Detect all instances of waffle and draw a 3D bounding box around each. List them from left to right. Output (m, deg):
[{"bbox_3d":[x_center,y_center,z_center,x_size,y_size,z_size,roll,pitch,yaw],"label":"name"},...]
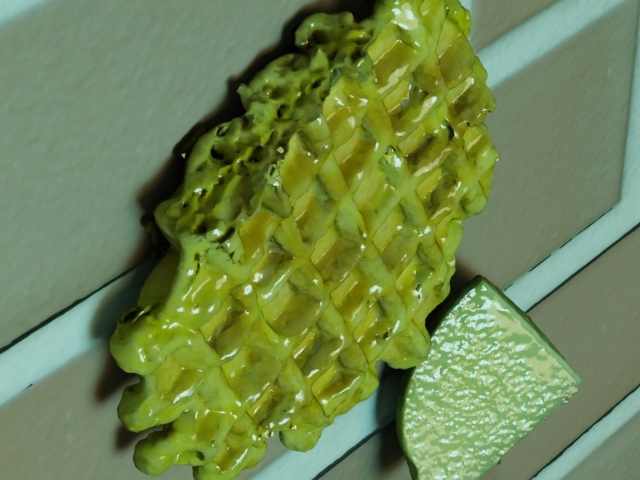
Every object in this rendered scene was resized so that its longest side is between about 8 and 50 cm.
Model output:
[{"bbox_3d":[-0.003,-0.001,1.163,0.312,0.060,0.307,-26,132,-45],"label":"waffle"}]

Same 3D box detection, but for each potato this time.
[{"bbox_3d":[0.085,0.096,1.367,0.149,0.081,0.120,-43,115,0],"label":"potato"}]
